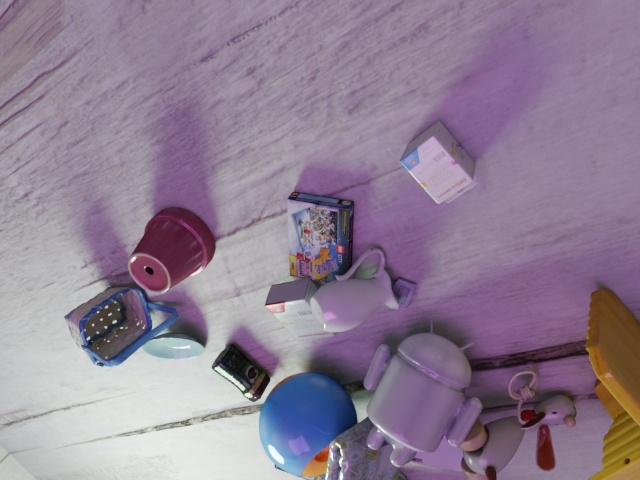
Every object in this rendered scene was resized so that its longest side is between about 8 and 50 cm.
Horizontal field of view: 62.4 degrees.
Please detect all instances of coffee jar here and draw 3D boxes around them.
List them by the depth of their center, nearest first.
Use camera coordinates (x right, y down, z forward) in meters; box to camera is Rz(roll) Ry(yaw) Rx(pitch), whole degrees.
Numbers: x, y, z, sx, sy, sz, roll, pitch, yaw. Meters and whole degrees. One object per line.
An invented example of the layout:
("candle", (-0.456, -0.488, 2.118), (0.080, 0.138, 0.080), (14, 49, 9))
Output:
("coffee jar", (-0.247, 0.420, 1.668), (0.184, 0.096, 0.079), (44, 129, -9))

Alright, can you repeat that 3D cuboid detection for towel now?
("towel", (0.130, 0.660, 1.488), (0.090, 0.320, 0.375), (18, 109, 35))

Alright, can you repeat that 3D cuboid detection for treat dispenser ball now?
("treat dispenser ball", (-0.035, 0.531, 1.535), (0.287, 0.288, 0.288), (10, 124, 15))

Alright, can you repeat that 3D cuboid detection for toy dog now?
("toy dog", (0.487, 0.498, 1.305), (0.333, 0.161, 0.220), (-44, 113, 8))

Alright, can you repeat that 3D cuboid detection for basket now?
("basket", (-0.610, 0.262, 1.619), (0.288, 0.254, 0.201), (8, 122, 39))

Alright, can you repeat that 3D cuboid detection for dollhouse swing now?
("dollhouse swing", (0.609, 0.340, 1.131), (0.305, 0.347, 0.315), (37, 128, 7))

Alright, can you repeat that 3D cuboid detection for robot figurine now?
("robot figurine", (0.249, 0.384, 1.337), (0.299, 0.199, 0.354), (28, 91, 24))

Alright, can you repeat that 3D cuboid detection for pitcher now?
("pitcher", (0.079, 0.122, 1.296), (0.125, 0.207, 0.178), (22, 127, 65))

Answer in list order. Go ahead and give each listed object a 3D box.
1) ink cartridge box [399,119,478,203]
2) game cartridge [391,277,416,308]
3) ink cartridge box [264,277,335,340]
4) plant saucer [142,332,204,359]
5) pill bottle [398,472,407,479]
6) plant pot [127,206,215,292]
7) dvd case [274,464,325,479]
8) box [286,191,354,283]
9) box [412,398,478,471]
("ink cartridge box", (0.252, -0.156, 1.100), (0.143, 0.090, 0.092), (46, 126, -12))
("game cartridge", (0.208, 0.134, 1.353), (0.055, 0.017, 0.083), (18, 126, 6))
("ink cartridge box", (-0.047, 0.189, 1.427), (0.127, 0.072, 0.175), (-13, 133, 28))
("plant saucer", (-0.471, 0.334, 1.703), (0.194, 0.038, 0.195), (-3, 147, -2))
("pill bottle", (0.197, 0.872, 1.692), (0.136, 0.246, 0.137), (10, 124, 15))
("plant pot", (-0.415, 0.039, 1.434), (0.201, 0.180, 0.202), (11, 125, 15))
("dvd case", (-0.043, 0.791, 1.875), (0.252, 0.022, 0.181), (14, 126, 12))
("box", (0.000, 0.000, 1.329), (0.159, 0.044, 0.233), (10, 124, 15))
("box", (0.352, 0.543, 1.497), (0.180, 0.119, 0.182), (2, 122, 20))
